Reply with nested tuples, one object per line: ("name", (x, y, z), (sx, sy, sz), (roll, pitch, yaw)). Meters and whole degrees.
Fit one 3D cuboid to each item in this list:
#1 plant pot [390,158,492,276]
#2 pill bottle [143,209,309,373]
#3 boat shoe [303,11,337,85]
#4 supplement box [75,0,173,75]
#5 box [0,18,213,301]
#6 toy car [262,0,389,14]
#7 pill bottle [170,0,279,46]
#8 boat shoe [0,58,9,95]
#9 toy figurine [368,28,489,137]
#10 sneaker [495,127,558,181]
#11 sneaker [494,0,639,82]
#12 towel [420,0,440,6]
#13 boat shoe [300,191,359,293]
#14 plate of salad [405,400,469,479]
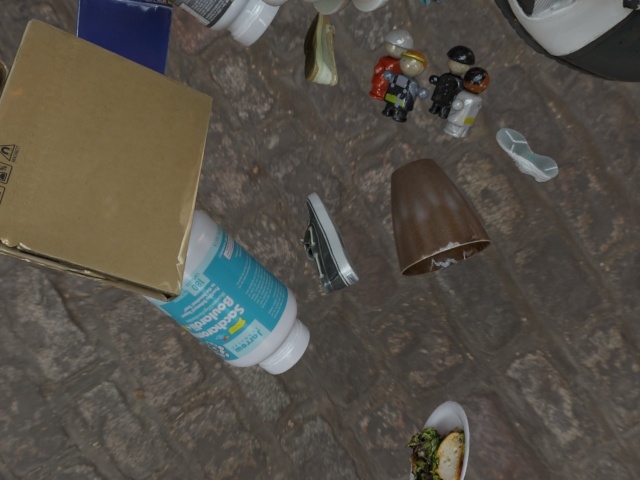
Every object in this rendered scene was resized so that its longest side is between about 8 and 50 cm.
("plant pot", (0.249, -0.062, 1.652), (0.215, 0.215, 0.230), (-18, 75, -3))
("pill bottle", (-0.135, 0.088, 1.061), (0.146, 0.146, 0.264), (-49, 116, -5))
("boat shoe", (0.005, -0.310, 1.162), (0.048, 0.056, 0.153), (16, 49, -20))
("supplement box", (-0.455, -0.504, 1.663), (0.194, 0.356, 0.195), (5, 119, -18))
("box", (-0.173, -0.064, 0.566), (0.164, 0.021, 0.201), (21, 55, -26))
("toy car", (0.005, -0.381, 0.967), (0.159, 0.182, 0.136), (-7, 105, -41))
("pill bottle", (-0.223, -0.515, 1.412), (0.278, 0.162, 0.162), (32, 84, -26))
("boat shoe", (-0.588, -0.235, 1.164), (0.110, 0.341, 0.121), (-27, 121, 3))
("toy figurine", (0.212, -0.309, 1.392), (0.213, 0.209, 0.148), (14, 114, -12))
("sneaker", (0.429, -0.176, 1.530), (0.152, 0.061, 0.053), (42, 71, 5))
("sneaker", (0.149, -0.180, 0.360), (0.330, 0.146, 0.122), (34, 95, -37))
("towel", (0.085, -0.587, 1.177), (0.040, 0.370, 0.271), (-29, 55, 11))
("boat shoe", (0.000, 0.000, 1.258), (0.070, 0.077, 0.219), (-28, 44, 7))
("plate of salad", (0.177, 0.349, 1.140), (0.048, 0.200, 0.199), (19, 85, -11))
